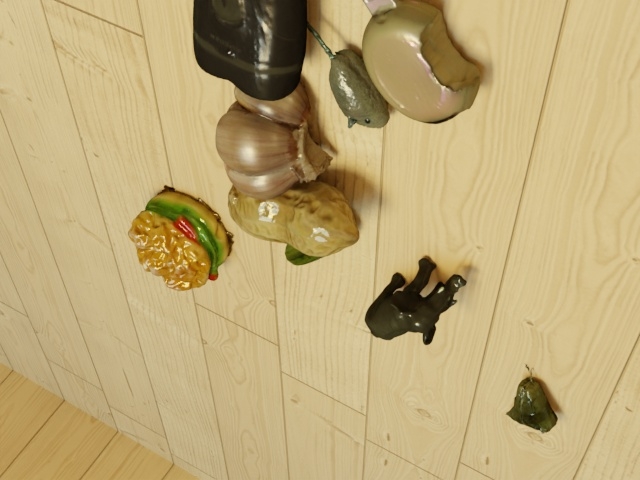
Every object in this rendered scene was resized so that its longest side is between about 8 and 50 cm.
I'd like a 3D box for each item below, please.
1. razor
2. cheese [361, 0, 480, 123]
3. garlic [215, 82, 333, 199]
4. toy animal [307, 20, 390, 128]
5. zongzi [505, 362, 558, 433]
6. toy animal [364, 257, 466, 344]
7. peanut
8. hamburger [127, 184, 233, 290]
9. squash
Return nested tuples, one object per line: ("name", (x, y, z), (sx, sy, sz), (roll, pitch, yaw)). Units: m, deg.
("razor", (-0.108, -0.373, 1.497), (0.204, 0.113, 0.349), (35, 145, 23))
("cheese", (0.114, -0.295, 1.426), (0.163, 0.082, 0.286), (-4, 130, 46))
("garlic", (-0.101, -0.179, 1.718), (0.191, 0.160, 0.214), (11, 144, 28))
("toy animal", (0.022, -0.273, 1.564), (0.079, 0.070, 0.253), (-28, 109, 38))
("zongzi", (0.387, 0.304, 1.980), (0.130, 0.062, 0.154), (10, 135, 55))
("toy animal", (0.176, 0.122, 1.851), (0.114, 0.146, 0.245), (41, 148, -4))
("peanut", (-0.050, -0.054, 1.823), (0.153, 0.140, 0.325), (29, 174, -40))
("hamburger", (-0.314, 0.015, 2.196), (0.237, 0.149, 0.237), (24, 146, 18))
("squash", (0.000, 0.000, 1.947), (0.066, 0.066, 0.229), (44, 149, -12))
